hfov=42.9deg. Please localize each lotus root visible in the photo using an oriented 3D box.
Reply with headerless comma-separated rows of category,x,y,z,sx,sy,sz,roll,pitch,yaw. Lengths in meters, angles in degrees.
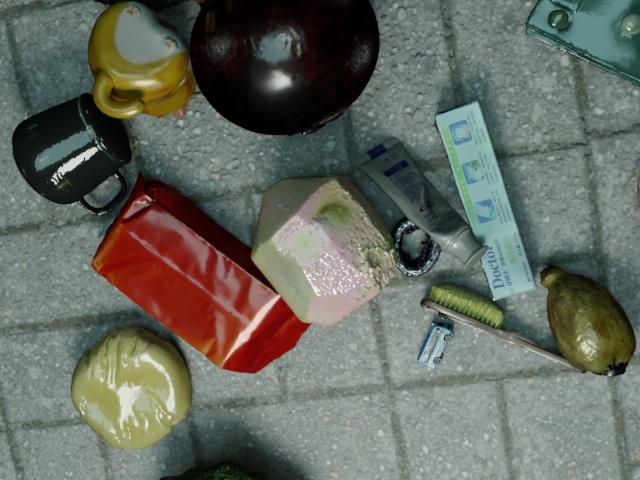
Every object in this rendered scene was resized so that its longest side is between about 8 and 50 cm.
lotus root,0.444,0.132,1.373,0.138,0.138,0.214,-35,82,14

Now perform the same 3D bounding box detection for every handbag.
handbag,0.498,-0.393,1.282,0.274,0.100,0.268,30,105,3

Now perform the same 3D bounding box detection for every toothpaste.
toothpaste,0.175,-0.065,1.383,0.096,0.061,0.266,-32,70,-26
toothpaste,0.282,-0.068,1.399,0.081,0.067,0.336,-18,97,12

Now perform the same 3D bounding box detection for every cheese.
cheese,-0.355,0.280,1.561,0.214,0.117,0.226,-34,98,11

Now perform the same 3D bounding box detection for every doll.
doll,-0.289,-0.292,1.365,0.162,0.269,0.166,-43,88,8

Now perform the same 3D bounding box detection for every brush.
brush,0.329,0.151,1.434,0.313,0.072,0.067,24,90,4

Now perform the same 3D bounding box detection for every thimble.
thimble,0.166,0.007,1.434,0.095,0.066,0.104,34,105,0

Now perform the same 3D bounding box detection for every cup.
cup,-0.431,-0.149,1.480,0.177,0.169,0.223,-31,123,7

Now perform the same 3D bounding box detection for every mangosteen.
mangosteen,-0.066,-0.339,1.285,0.307,0.307,0.346,-14,113,13

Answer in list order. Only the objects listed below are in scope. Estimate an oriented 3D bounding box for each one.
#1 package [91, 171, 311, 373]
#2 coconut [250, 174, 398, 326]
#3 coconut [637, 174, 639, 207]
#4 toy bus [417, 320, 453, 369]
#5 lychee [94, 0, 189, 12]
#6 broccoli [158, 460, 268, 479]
package,-0.219,0.069,1.488,0.424,0.123,0.196,38,107,3
coconut,0.000,0.000,1.377,0.233,0.233,0.245,-37,96,14
coconut,0.607,-0.058,1.266,0.230,0.227,0.227,9,102,8
toy bus,0.208,0.187,1.474,0.046,0.038,0.083,24,103,8
lychee,-0.300,-0.512,1.327,0.300,0.300,0.300,2,101,10
broccoli,-0.175,0.557,1.494,0.304,0.283,0.321,12,134,-5
